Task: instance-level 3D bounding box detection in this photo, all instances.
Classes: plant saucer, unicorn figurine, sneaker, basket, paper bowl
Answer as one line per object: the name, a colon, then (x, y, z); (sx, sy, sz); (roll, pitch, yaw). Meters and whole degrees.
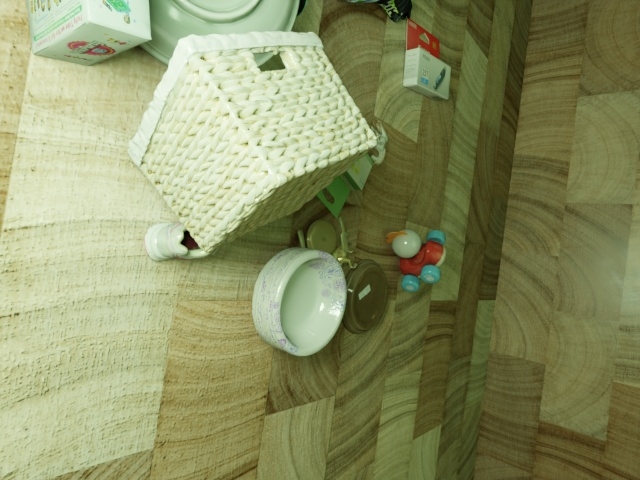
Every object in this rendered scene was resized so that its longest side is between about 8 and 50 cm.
plant saucer: (0.168, 0.206, 1.473); (0.278, 0.041, 0.277); (-9, 102, -48)
unicorn figurine: (0.205, -0.344, 1.427); (0.161, 0.060, 0.111); (-57, 132, -27)
sneaker: (-0.248, -0.014, 0.901); (0.252, 0.111, 0.102); (-29, 116, -44)
plant saucer: (-0.213, -0.525, 0.768); (0.401, 0.100, 0.400); (-6, 105, -23)
sneaker: (0.265, -0.822, 1.417); (0.235, 0.084, 0.097); (-25, 115, -45)
basket: (-0.130, -0.185, 0.796); (0.328, 0.331, 0.266); (-31, 89, -45)
paper bowl: (-0.068, 0.160, 1.107); (0.284, 0.148, 0.284); (-9, 102, -49)

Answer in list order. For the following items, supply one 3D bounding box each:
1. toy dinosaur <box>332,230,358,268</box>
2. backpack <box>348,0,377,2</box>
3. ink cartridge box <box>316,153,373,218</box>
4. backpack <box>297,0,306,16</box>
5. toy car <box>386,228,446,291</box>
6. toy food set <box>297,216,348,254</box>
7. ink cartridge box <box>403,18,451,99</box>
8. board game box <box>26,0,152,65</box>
toy dinosaur: (0.074, 0.063, 1.348); (0.093, 0.053, 0.183); (25, 68, -32)
backpack: (0.127, -0.856, 1.112); (0.355, 0.290, 0.273); (-65, 156, -10)
ink cartridge box: (0.076, -0.212, 1.301); (0.171, 0.056, 0.235); (45, 59, -43)
backpack: (-0.131, -0.583, 0.935); (0.188, 0.144, 0.165); (42, 62, -24)
toy car: (0.343, 0.037, 1.585); (0.238, 0.210, 0.219); (34, 52, -16)
toy food set: (0.000, 0.000, 1.258); (0.192, 0.039, 0.132); (-18, 102, -39)
ink cartridge box: (0.442, -0.733, 1.650); (0.296, 0.066, 0.260); (-6, 101, -49)
board game box: (-0.369, -0.454, 0.620); (0.098, 0.224, 0.303); (-10, 103, -51)
